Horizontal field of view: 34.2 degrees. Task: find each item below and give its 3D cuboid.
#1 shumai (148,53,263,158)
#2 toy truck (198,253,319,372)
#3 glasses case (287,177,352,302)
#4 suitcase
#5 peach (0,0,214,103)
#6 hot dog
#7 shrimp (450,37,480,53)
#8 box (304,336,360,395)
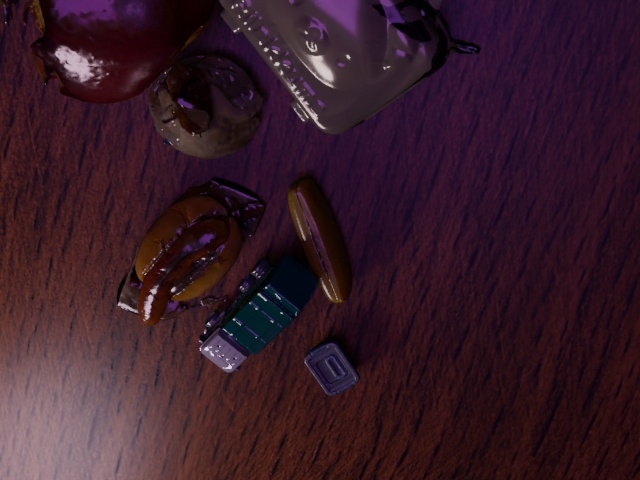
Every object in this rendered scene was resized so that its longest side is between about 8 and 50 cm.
[{"bbox_3d":[-0.199,-0.220,1.767,0.201,0.120,0.201,0,116,1],"label":"shumai"},{"bbox_3d":[-0.113,0.130,1.868,0.114,0.124,0.253,40,114,-11],"label":"toy truck"},{"bbox_3d":[0.000,0.000,1.851,0.064,0.079,0.234,-15,107,18],"label":"glasses case"},{"bbox_3d":[0.041,-0.378,1.637,0.339,0.194,0.351,-32,106,25],"label":"suitcase"},{"bbox_3d":[-0.367,-0.432,1.620,0.416,0.339,0.353,40,75,-4],"label":"peach"},{"bbox_3d":[-0.241,0.043,1.875,0.194,0.107,0.326,28,109,-4],"label":"hot dog"},{"bbox_3d":[0.248,-0.413,1.707,0.262,0.051,0.198,-28,110,19],"label":"shrimp"},{"bbox_3d":[0.024,0.230,1.938,0.074,0.054,0.099,-30,103,16],"label":"box"}]
